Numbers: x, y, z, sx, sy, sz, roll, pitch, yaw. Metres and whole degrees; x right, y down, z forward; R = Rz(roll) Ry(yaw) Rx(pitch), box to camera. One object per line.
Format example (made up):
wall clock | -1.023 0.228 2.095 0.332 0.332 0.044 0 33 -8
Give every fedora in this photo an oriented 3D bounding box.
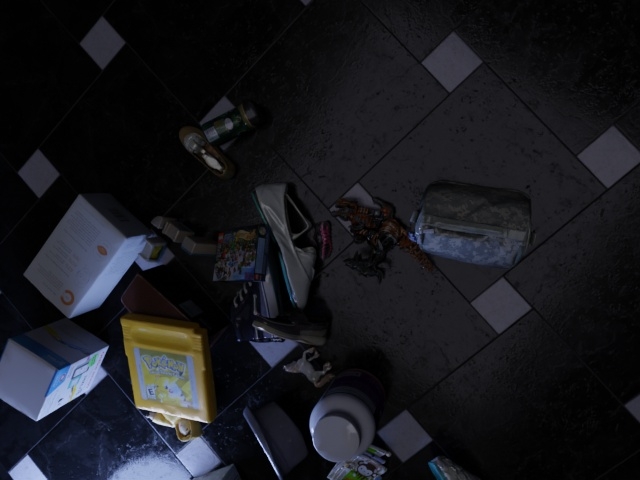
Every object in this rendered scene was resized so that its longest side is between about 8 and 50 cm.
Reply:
fedora | -0.125 0.608 1.733 0.124 0.243 0.275 -29 78 -14

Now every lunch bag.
lunch bag | 0.400 -0.045 1.493 0.305 0.256 0.212 11 98 13

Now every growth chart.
growth chart | 0.116 0.706 1.724 0.172 0.021 0.237 21 111 -10

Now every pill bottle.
pill bottle | 0.078 0.493 1.593 0.182 0.323 0.181 2 96 14

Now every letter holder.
letter holder | -0.490 0.262 1.799 0.302 0.152 0.214 41 105 7

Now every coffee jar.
coffee jar | -0.260 -0.356 1.706 0.184 0.096 0.079 -23 93 14

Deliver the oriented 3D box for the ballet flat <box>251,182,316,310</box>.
ballet flat | -0.084 0.008 1.693 0.139 0.139 0.400 -20 89 15

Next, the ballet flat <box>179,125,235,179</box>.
ballet flat | -0.359 -0.279 1.750 0.232 0.073 0.080 40 103 7

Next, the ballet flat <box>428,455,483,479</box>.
ballet flat | 0.459 0.787 1.648 0.147 0.147 0.408 -27 92 15

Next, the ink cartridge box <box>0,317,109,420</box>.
ink cartridge box | -0.881 0.411 1.847 0.197 0.270 0.198 29 102 8

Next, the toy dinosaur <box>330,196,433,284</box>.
toy dinosaur | 0.167 -0.001 1.619 0.322 0.164 0.218 29 85 31

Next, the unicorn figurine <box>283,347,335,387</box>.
unicorn figurine | -0.040 0.390 1.737 0.111 0.060 0.162 -43 49 -12

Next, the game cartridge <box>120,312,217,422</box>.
game cartridge | -0.462 0.388 1.715 0.285 0.052 0.323 4 112 19

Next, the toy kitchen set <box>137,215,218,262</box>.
toy kitchen set | -0.453 0.034 1.803 0.207 0.122 0.166 34 104 29

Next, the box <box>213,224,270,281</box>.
box | -0.239 0.044 1.683 0.233 0.044 0.159 -7 76 50

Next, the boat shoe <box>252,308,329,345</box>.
boat shoe | -0.079 0.244 1.652 0.103 0.285 0.092 14 85 46

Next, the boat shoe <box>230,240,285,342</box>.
boat shoe | -0.208 0.156 1.728 0.158 0.127 0.340 -8 94 7

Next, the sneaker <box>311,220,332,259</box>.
sneaker | 0.000 0.000 1.712 0.057 0.047 0.119 1 95 34

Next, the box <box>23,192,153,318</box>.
box | -0.750 0.044 1.830 0.215 0.168 0.345 42 103 6

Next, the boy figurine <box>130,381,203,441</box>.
boy figurine | -0.502 0.548 1.863 0.177 0.092 0.285 -40 82 12

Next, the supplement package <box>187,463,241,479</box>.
supplement package | -0.344 0.876 1.825 0.194 0.149 0.203 -24 90 15
